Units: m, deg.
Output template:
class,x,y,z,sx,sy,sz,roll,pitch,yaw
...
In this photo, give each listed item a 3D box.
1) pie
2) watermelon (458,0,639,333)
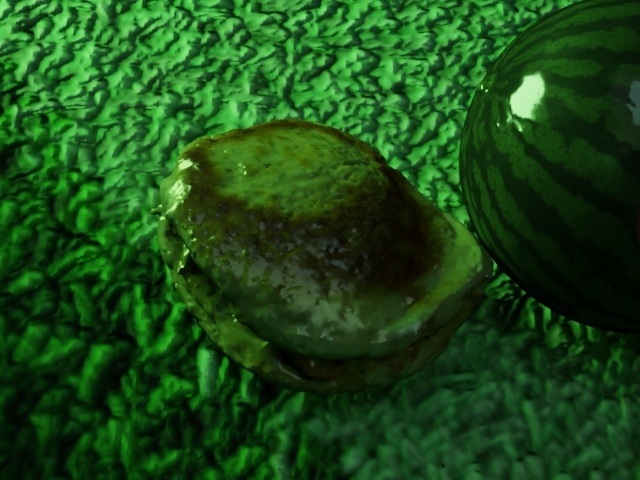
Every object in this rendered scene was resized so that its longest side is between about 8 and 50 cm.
class,x,y,z,sx,sy,sz,roll,pitch,yaw
pie,0.000,0.000,0.852,0.179,0.084,0.205,-31,64,-34
watermelon,0.190,-0.049,0.872,0.212,0.212,0.212,9,51,-11
